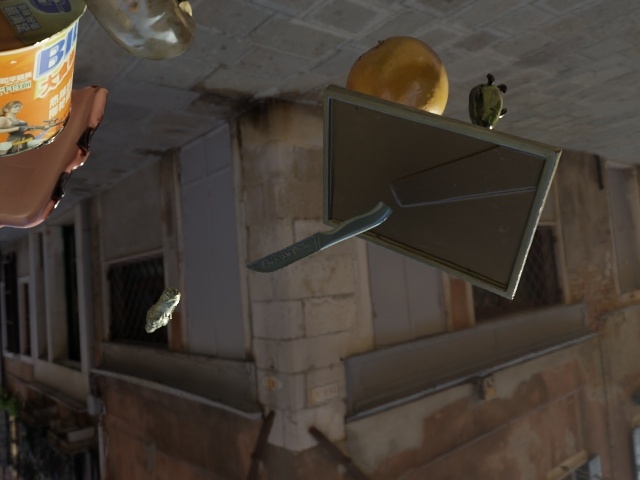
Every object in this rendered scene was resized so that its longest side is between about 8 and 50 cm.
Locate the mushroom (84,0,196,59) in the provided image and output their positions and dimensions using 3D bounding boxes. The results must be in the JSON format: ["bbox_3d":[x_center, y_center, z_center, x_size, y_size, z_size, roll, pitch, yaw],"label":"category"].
[{"bbox_3d":[-0.201,-0.293,0.601,0.127,0.166,0.166,-25,172,10],"label":"mushroom"}]

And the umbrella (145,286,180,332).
[{"bbox_3d":[-0.427,0.190,1.422,0.062,0.143,0.067,37,-170,1],"label":"umbrella"}]

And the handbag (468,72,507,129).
[{"bbox_3d":[0.289,-0.227,0.916,0.072,0.111,0.047,28,152,-22],"label":"handbag"}]

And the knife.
[{"bbox_3d":[0.000,0.000,0.710,0.210,0.028,0.015,-25,-165,-1],"label":"knife"}]

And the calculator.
[{"bbox_3d":[-0.532,-0.166,0.970,0.219,0.330,0.048,9,158,11],"label":"calculator"}]

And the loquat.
[{"bbox_3d":[0.192,-0.378,1.333,0.262,0.263,0.263,-5,176,0],"label":"loquat"}]

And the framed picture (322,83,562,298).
[{"bbox_3d":[0.139,-0.068,0.738,0.324,0.241,0.020,22,-137,26],"label":"framed picture"}]

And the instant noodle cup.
[{"bbox_3d":[-0.461,-0.264,0.708,0.296,0.297,0.214,-3,149,-23],"label":"instant noodle cup"}]
